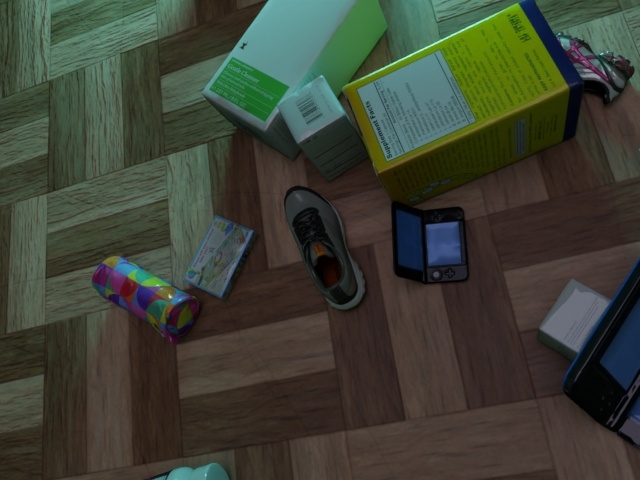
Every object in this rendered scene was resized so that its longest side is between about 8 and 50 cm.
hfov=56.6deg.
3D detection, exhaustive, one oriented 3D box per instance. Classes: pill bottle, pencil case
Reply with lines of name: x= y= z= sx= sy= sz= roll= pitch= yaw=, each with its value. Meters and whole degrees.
pill bottle: x=-0.277 y=0.482 z=1.068 sx=0.221 sy=0.121 sz=0.121 roll=-21 pitch=67 yaw=12
pencil case: x=-0.363 y=0.118 z=1.230 sx=0.236 sy=0.104 sz=0.104 roll=26 pitch=83 yaw=26

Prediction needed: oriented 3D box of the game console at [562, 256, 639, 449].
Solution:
game console: x=0.535 y=0.172 z=0.862 sx=0.293 sy=0.250 sz=0.173 roll=-56 pitch=38 yaw=-4

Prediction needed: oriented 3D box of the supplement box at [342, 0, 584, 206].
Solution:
supplement box: x=0.252 y=-0.231 z=1.071 sx=0.356 sy=0.195 sz=0.194 roll=-23 pitch=67 yaw=11

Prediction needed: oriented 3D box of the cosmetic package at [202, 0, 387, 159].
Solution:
cosmetic package: x=-0.048 y=-0.382 z=1.247 sx=0.197 sy=0.155 sz=0.366 roll=32 pitch=87 yaw=26

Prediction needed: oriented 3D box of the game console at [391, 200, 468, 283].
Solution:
game console: x=0.199 y=0.000 z=1.075 sx=0.124 sy=0.085 sz=0.144 roll=-6 pitch=72 yaw=18

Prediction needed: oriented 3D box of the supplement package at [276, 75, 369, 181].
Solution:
supplement package: x=0.010 y=-0.213 z=1.157 sx=0.105 sy=0.179 sz=0.105 roll=-31 pitch=66 yaw=8

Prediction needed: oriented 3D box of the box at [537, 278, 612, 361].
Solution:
box: x=0.411 y=0.134 z=0.949 sx=0.087 sy=0.101 sz=0.102 roll=33 pitch=84 yaw=25

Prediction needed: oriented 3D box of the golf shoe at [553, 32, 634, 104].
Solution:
golf shoe: x=0.469 y=-0.319 z=1.092 sx=0.186 sy=0.067 sz=0.086 roll=33 pitch=88 yaw=25

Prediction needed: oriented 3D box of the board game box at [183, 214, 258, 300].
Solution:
board game box: x=-0.208 y=0.035 z=1.239 sx=0.103 sy=0.026 sz=0.154 roll=22 pitch=82 yaw=24

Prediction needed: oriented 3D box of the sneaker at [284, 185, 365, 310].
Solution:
sneaker: x=0.000 y=0.000 z=1.134 sx=0.100 sy=0.108 sz=0.272 roll=-31 pitch=64 yaw=10
